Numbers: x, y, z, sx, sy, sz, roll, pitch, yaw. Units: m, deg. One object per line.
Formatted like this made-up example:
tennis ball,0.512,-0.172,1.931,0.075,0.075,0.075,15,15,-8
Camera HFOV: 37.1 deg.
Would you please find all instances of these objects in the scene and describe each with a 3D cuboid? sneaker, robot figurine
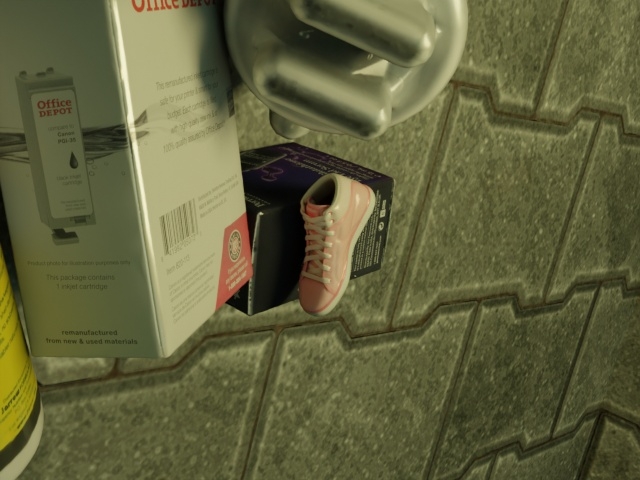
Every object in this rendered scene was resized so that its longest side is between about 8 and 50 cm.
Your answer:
sneaker,0.000,0.000,0.884,0.070,0.051,0.134,28,82,-51
robot figurine,0.025,-0.229,0.853,0.300,0.200,0.353,-55,-163,33

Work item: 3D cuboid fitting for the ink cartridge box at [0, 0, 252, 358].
ink cartridge box,-0.149,-0.074,0.750,0.207,0.117,0.283,-45,132,-68

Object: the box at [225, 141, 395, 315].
box,-0.049,-0.020,0.981,0.207,0.153,0.108,-17,122,-47

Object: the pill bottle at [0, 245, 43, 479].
pill bottle,-0.312,0.024,0.644,0.188,0.188,0.334,-32,131,-38
